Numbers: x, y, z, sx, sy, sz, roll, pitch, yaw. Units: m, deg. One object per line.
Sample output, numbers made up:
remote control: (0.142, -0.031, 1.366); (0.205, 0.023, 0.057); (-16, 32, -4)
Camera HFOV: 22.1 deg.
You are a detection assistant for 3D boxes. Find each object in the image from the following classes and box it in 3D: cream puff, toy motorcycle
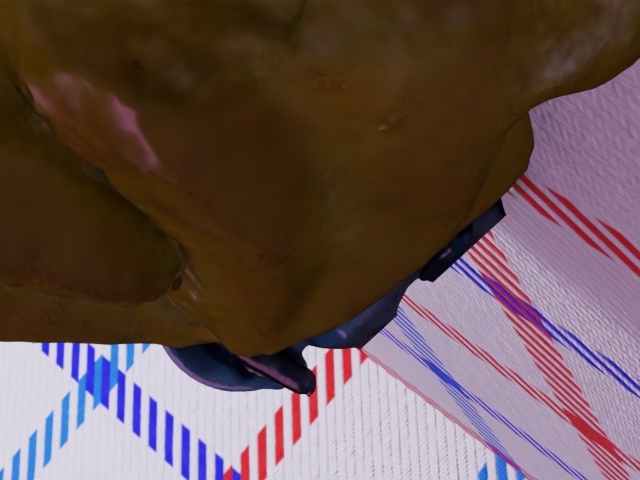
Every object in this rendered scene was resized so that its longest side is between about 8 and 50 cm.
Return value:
cream puff: (-0.078, -0.103, 0.475); (0.323, 0.270, 0.274); (13, 178, -8)
toy motorcycle: (0.000, 0.000, 1.037); (0.172, 0.232, 0.416); (42, 172, -6)
